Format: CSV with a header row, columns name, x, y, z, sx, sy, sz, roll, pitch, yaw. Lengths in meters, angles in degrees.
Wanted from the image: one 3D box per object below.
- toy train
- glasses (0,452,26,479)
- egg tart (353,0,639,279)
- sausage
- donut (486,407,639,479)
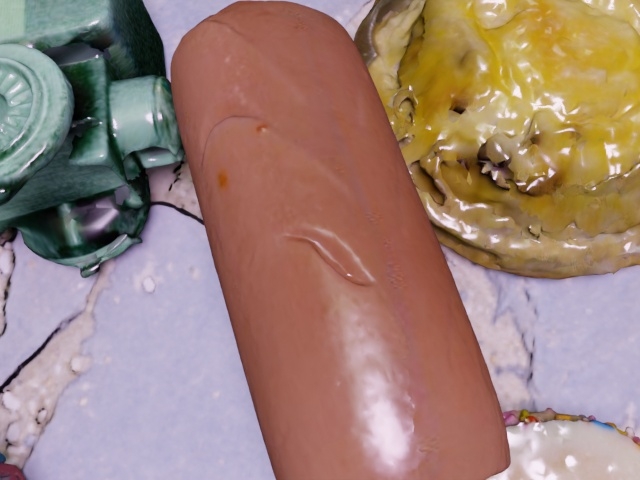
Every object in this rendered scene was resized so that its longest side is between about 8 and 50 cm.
name,x,y,z,sx,sy,sz,roll,pitch,yaw
toy train,-0.241,-0.090,0.453,0.299,0.167,0.238,-11,67,0
glasses,-0.247,0.132,0.390,0.095,0.162,0.255,-45,72,4
egg tart,0.151,-0.117,0.457,0.290,0.107,0.291,-1,73,3
sausage,0.000,-0.001,0.381,0.121,0.121,0.304,-18,69,-1
donut,0.128,0.182,0.390,0.174,0.068,0.175,-1,75,2
